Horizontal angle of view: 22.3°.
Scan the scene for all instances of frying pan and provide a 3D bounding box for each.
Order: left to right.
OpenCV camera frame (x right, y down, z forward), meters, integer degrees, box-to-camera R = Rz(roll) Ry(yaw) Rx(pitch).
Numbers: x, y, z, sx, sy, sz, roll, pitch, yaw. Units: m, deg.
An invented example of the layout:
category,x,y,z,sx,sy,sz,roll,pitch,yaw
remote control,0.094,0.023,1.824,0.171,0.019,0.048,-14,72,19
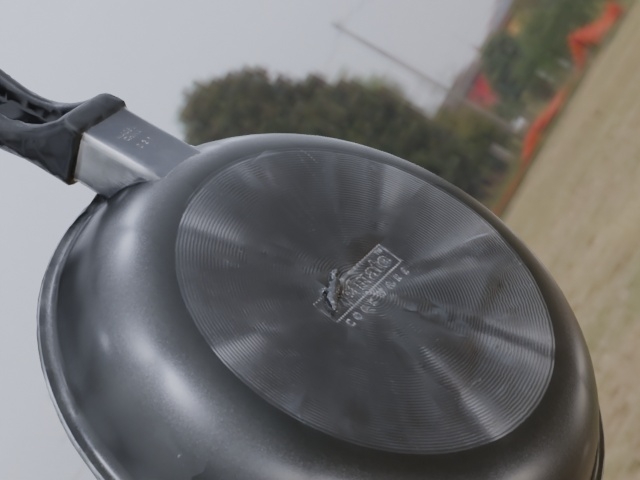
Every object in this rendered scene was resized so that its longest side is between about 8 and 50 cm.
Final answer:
category,x,y,z,sx,sy,sz,roll,pitch,yaw
frying pan,-0.026,-0.014,0.560,0.197,0.326,0.053,-14,-35,-36

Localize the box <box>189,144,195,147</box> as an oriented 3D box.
category,x,y,z,sx,sy,sz,roll,pitch,yaw
box,0.000,0.000,0.981,0.100,0.244,0.060,34,-107,-55
